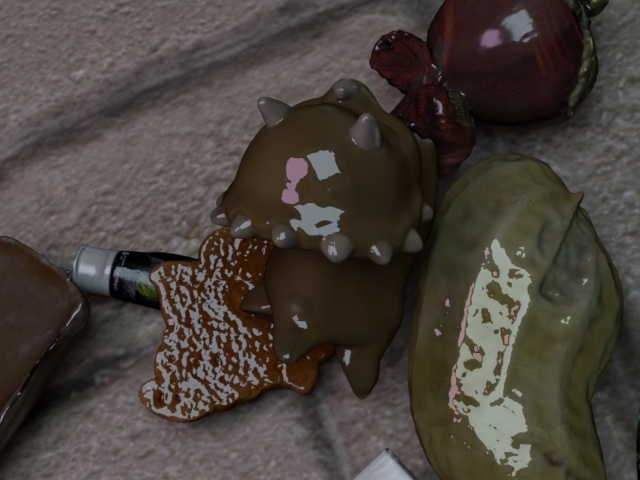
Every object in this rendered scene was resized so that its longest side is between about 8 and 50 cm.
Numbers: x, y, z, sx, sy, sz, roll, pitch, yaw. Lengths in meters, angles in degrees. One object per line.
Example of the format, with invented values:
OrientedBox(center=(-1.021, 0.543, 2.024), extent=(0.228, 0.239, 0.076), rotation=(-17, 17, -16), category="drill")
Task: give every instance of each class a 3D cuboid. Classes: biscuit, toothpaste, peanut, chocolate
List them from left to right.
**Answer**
OrientedBox(center=(-0.317, 0.127, 1.370), extent=(0.161, 0.083, 0.261), rotation=(35, 85, 29), category="chocolate")
OrientedBox(center=(-0.135, 0.040, 1.384), extent=(0.193, 0.045, 0.071), rotation=(12, 77, 8), category="toothpaste")
OrientedBox(center=(-0.057, 0.058, 1.347), extent=(0.183, 0.043, 0.280), rotation=(43, 73, 4), category="biscuit")
OrientedBox(center=(0.160, 0.092, 1.247), extent=(0.174, 0.158, 0.340), rotation=(14, 79, -11), category="peanut")

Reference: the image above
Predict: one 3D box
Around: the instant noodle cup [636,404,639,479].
OrientedBox(center=(0.354, 0.146, 1.158), extent=(0.178, 0.240, 0.240), rotation=(2, 71, 4), category="instant noodle cup")

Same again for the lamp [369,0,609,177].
OrientedBox(center=(0.163, -0.157, 1.330), extent=(0.223, 0.151, 0.215), rotation=(-41, 24, 20), category="lamp")

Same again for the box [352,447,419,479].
OrientedBox(center=(0.077, 0.332, 1.201), extent=(0.194, 0.111, 0.260), rotation=(-42, 71, -4), category="box")

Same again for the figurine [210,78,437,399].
OrientedBox(center=(-0.002, -0.006, 1.207), extent=(0.177, 0.173, 0.247), rotation=(34, 108, 20), category="figurine")
